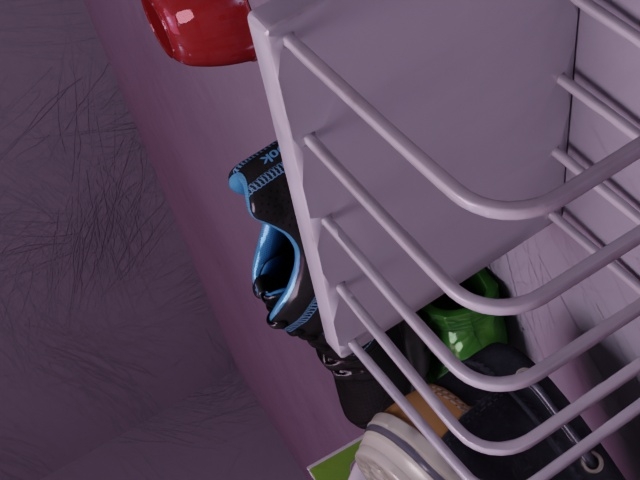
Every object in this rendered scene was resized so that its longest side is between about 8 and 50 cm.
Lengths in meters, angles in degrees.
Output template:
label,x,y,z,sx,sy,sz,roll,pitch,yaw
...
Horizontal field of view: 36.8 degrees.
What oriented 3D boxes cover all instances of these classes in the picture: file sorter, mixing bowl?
label,x,y,z,sx,sy,sz,roll,pitch,yaw
file sorter,0.109,-0.015,0.518,0.173,0.193,0.277,49,162,35
mixing bowl,-0.162,-0.288,1.209,0.181,0.098,0.181,57,168,20

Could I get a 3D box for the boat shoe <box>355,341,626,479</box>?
label,x,y,z,sx,sy,sz,roll,pitch,yaw
boat shoe,0.243,0.277,0.705,0.500,0.156,0.187,46,162,-1

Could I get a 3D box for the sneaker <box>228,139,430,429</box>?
label,x,y,z,sx,sy,sz,roll,pitch,yaw
sneaker,0.006,0.044,0.823,0.125,0.140,0.340,45,152,48

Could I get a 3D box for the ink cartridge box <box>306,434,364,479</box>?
label,x,y,z,sx,sy,sz,roll,pitch,yaw
ink cartridge box,0.124,0.379,1.291,0.255,0.189,0.097,58,168,23

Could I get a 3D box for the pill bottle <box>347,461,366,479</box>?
label,x,y,z,sx,sy,sz,roll,pitch,yaw
pill bottle,0.171,0.361,0.980,0.224,0.224,0.392,48,162,47

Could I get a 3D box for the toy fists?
label,x,y,z,sx,sy,sz,roll,pitch,yaw
toy fists,0.092,0.064,0.959,0.279,0.096,0.142,42,157,53
